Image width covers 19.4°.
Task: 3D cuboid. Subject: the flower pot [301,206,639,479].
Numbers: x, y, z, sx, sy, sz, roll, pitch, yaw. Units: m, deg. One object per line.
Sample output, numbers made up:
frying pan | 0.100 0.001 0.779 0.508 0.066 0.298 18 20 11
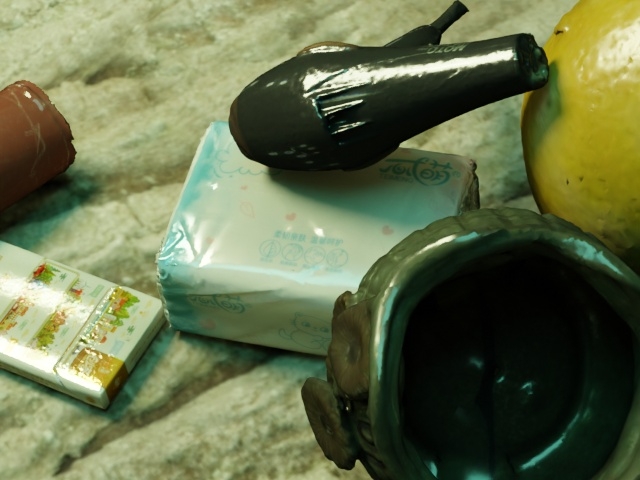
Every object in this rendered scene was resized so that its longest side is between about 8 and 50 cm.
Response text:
flower pot | 0.138 0.121 1.532 0.302 0.213 0.302 0 90 -5

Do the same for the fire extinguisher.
fire extinguisher | -0.400 -0.021 1.831 0.337 0.147 0.106 -36 73 -29

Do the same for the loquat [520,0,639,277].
loquat | 0.329 -0.123 1.657 0.328 0.328 0.359 -16 69 -4

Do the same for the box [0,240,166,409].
box | -0.268 0.074 1.788 0.220 0.032 0.122 19 57 22

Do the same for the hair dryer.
hair dryer | 0.102 -0.178 1.741 0.304 0.120 0.359 -15 17 30

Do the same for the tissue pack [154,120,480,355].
tissue pack | -0.001 0.002 1.751 0.271 0.124 0.201 9 57 14
